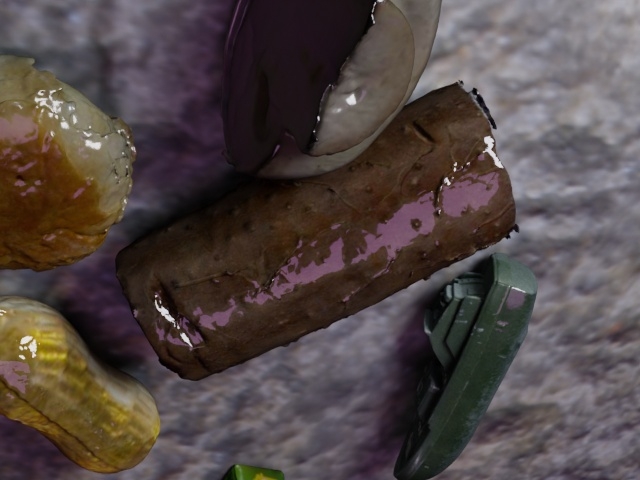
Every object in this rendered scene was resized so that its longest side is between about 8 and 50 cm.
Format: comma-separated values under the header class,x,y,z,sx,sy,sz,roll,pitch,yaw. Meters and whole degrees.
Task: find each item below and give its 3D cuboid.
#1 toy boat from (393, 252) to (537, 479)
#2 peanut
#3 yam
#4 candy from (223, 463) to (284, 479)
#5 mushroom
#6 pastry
class,x,y,z,sx,sy,sz,roll,pitch,yaw
toy boat,0.117,0.128,0.738,0.085,0.078,0.261,19,119,-1
peanut,-0.202,0.112,0.617,0.087,0.087,0.207,-33,131,7
yam,0.000,0.000,0.574,0.279,0.131,0.131,-26,129,4
candy,-0.098,0.325,0.797,0.062,0.097,0.194,21,116,-30
mushroom,0.014,-0.126,0.481,0.117,0.141,0.188,-8,133,-40
pastry,-0.195,-0.042,0.506,0.153,0.081,0.153,-12,128,-15
